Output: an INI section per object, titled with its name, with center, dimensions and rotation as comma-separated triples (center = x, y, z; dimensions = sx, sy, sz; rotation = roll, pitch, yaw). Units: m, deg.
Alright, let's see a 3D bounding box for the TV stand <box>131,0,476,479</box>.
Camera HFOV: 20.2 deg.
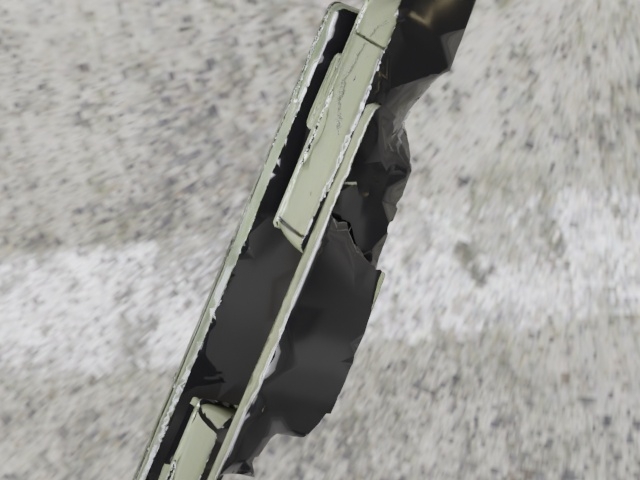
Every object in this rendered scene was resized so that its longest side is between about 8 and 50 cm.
[TV stand]
center = 0.000, 0.000, 0.529
dimensions = 0.036, 0.042, 0.249
rotation = 15, 103, -38
